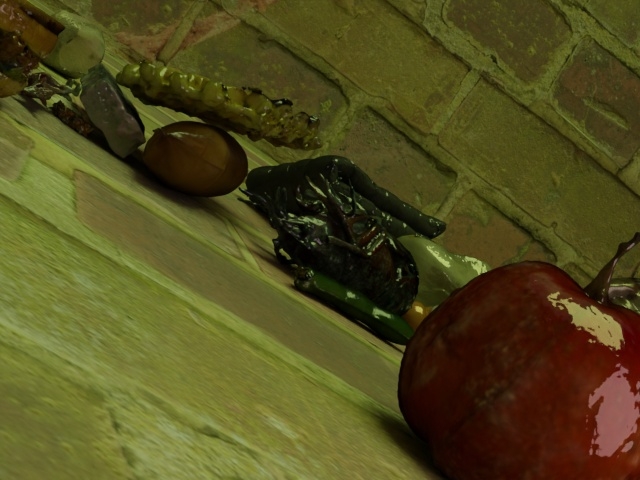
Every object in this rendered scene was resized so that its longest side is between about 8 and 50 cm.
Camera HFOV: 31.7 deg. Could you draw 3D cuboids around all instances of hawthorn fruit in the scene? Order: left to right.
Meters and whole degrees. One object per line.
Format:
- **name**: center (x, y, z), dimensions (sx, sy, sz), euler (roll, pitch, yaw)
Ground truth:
- **hawthorn fruit**: center (0.207, 0.107, 0.997), dimensions (0.242, 0.271, 0.242), euler (31, 15, -9)

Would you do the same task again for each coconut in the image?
- **coconut**: center (-0.421, -0.331, 1.937), dimensions (0.124, 0.110, 0.110), euler (19, 16, -50)

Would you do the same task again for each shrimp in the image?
- **shrimp**: center (0.001, 0.001, 1.565), dimensions (0.172, 0.137, 0.372), euler (-11, -40, 42)

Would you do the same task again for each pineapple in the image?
- **pineapple**: center (-0.326, -0.162, 1.457), dimensions (0.045, 0.019, 0.083), euler (39, 0, -44)

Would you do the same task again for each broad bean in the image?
- **broad bean**: center (0.039, 0.082, 1.464), dimensions (0.227, 0.039, 0.069), euler (30, 1, -37)

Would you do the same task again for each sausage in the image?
- **sausage**: center (-0.169, -0.111, 1.506), dimensions (0.112, 0.112, 0.328), euler (36, 3, 4)

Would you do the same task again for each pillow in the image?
- **pillow**: center (0.046, -0.046, 1.989), dimensions (0.228, 0.101, 0.326), euler (-8, -27, 45)

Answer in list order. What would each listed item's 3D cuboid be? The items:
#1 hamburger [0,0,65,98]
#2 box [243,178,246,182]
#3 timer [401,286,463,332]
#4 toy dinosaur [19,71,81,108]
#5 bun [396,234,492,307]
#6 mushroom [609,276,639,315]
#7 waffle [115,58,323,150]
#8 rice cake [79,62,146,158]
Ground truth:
- **hamburger**: center (-0.386, -0.239, 1.211), dimensions (0.191, 0.118, 0.182), euler (36, 0, -32)
- **box**: center (-0.186, -0.142, 2.233), dimensions (0.046, 0.012, 0.083), euler (39, 6, 37)
- **timer**: center (0.185, 0.126, 1.724), dimensions (0.152, 0.132, 0.132), euler (9, 12, -13)
- **toy dinosaur**: center (-0.357, -0.198, 1.413), dimensions (0.108, 0.032, 0.220), euler (14, 13, -31)
- **bun**: center (0.193, 0.087, 1.916), dimensions (0.229, 0.145, 0.229), euler (9, -19, 3)
- **mushroom**: center (0.343, 0.152, 1.328), dimensions (0.362, 0.294, 0.362), euler (35, 7, -5)
- **waffle**: center (-0.136, -0.187, 1.572), dimensions (0.307, 0.060, 0.312), euler (16, 2, -7)
- **rice cake**: center (-0.290, -0.183, 1.568), dimensions (0.106, 0.050, 0.298), euler (56, -2, -18)
